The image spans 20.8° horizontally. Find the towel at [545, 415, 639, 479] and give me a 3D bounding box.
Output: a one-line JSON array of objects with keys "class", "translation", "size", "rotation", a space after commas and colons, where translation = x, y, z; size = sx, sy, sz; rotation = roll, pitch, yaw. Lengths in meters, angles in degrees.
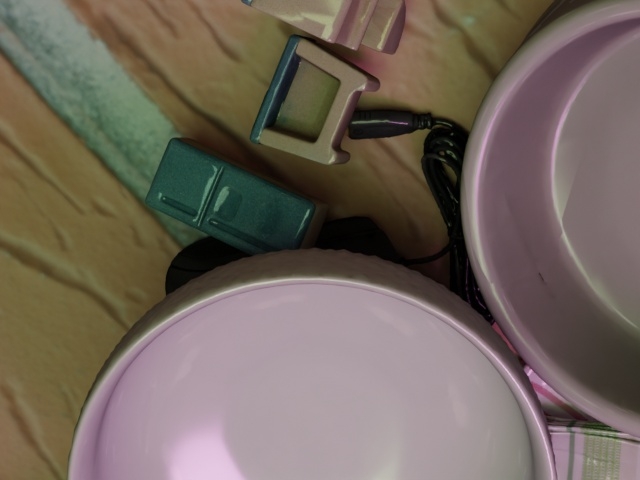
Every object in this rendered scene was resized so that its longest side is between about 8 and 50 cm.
[{"class": "towel", "translation": [0.191, 0.185, 1.308], "size": [0.152, 0.023, 0.113], "rotation": [5, 118, 13]}]

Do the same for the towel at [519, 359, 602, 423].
[{"class": "towel", "translation": [0.222, 0.113, 1.295], "size": [0.144, 0.029, 0.197], "rotation": [36, 113, -4]}]

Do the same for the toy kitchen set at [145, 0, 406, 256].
[{"class": "toy kitchen set", "translation": [-0.048, -0.094, 1.174], "size": [0.122, 0.166, 0.207], "rotation": [25, 99, 14]}]

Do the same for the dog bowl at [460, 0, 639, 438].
[{"class": "dog bowl", "translation": [0.248, -0.021, 1.141], "size": [0.348, 0.102, 0.349], "rotation": [11, 112, 29]}]

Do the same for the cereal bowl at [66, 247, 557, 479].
[{"class": "cereal bowl", "translation": [-0.005, 0.156, 1.226], "size": [0.338, 0.141, 0.339], "rotation": [0, 111, 1]}]

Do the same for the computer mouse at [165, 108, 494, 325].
[{"class": "computer mouse", "translation": [0.000, 0.000, 1.275], "size": [0.262, 0.060, 0.184], "rotation": [-4, 111, 12]}]
